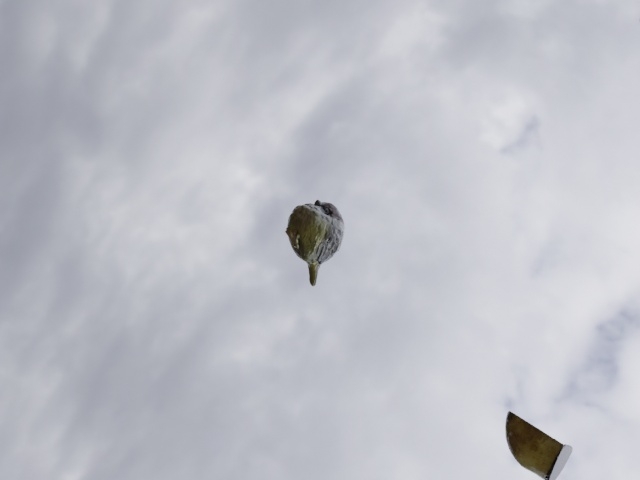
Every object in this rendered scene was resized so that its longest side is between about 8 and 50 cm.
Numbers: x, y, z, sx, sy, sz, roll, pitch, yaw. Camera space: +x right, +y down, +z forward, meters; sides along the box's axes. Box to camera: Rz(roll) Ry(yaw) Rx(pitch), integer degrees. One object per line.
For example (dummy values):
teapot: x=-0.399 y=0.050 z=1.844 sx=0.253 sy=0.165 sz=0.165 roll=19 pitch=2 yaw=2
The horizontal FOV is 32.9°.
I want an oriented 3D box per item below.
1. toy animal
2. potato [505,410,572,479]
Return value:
toy animal: x=0.000 y=0.000 z=1.794 sx=0.098 sy=0.098 sz=0.137 roll=6 pitch=-63 yaw=56
potato: x=0.312 y=0.306 z=1.612 sx=0.103 sy=0.096 sz=0.066 roll=31 pitch=-95 yaw=27
